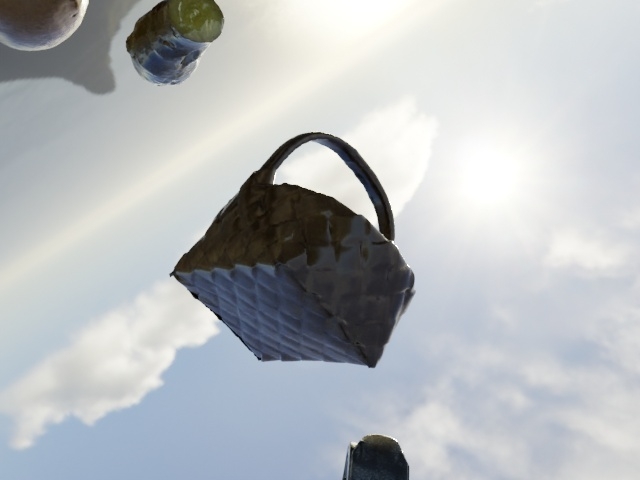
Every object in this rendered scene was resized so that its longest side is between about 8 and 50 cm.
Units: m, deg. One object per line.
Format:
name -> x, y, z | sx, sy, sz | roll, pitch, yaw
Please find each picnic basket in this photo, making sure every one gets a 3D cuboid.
picnic basket -> 0.000, 0.000, 1.094 | 0.337, 0.293, 0.337 | -31, -152, 19

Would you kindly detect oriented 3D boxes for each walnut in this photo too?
walnut -> -0.438, -0.392, 1.128 | 0.203, 0.203, 0.298 | -35, -160, -14

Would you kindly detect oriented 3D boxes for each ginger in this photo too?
ginger -> -0.241, -0.316, 1.199 | 0.109, 0.116, 0.263 | -45, -166, -23

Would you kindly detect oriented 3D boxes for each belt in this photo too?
belt -> 0.057, 0.314, 0.831 | 0.141, 0.082, 0.190 | 98, 1, -50
